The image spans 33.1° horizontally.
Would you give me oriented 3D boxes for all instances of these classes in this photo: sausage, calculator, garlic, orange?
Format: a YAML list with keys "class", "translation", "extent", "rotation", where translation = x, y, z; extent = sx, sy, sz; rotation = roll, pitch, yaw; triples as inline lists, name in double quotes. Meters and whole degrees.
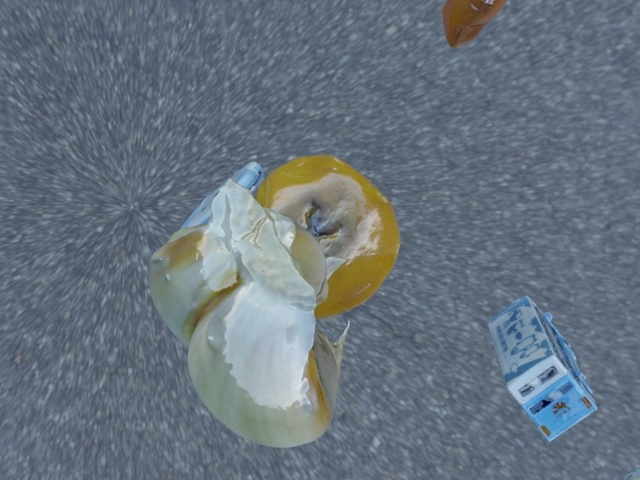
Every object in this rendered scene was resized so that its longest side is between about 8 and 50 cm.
- class: "sausage"
  translation: [0.255, -0.394, 1.766]
  extent: [0.089, 0.179, 0.089]
  rotation: [13, 53, -17]
- class: "calculator"
  translation: [-0.164, -0.055, 1.752]
  extent: [0.039, 0.210, 0.121]
  rotation: [45, 53, -11]
- class: "garlic"
  translation: [-0.066, 0.079, 1.228]
  extent: [0.286, 0.313, 0.249]
  rotation: [38, 82, 12]
- class: "orange"
  translation: [0.000, 0.000, 1.605]
  extent: [0.249, 0.183, 0.248]
  rotation: [1, 99, 5]

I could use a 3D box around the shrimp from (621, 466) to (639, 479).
- class: "shrimp"
  translation: [0.521, 0.426, 1.765]
  extent: [0.091, 0.034, 0.161]
  rotation: [20, 114, -1]

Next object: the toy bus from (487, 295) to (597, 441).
- class: "toy bus"
  translation: [0.351, 0.199, 1.728]
  extent: [0.106, 0.297, 0.131]
  rotation: [-38, 102, 12]
